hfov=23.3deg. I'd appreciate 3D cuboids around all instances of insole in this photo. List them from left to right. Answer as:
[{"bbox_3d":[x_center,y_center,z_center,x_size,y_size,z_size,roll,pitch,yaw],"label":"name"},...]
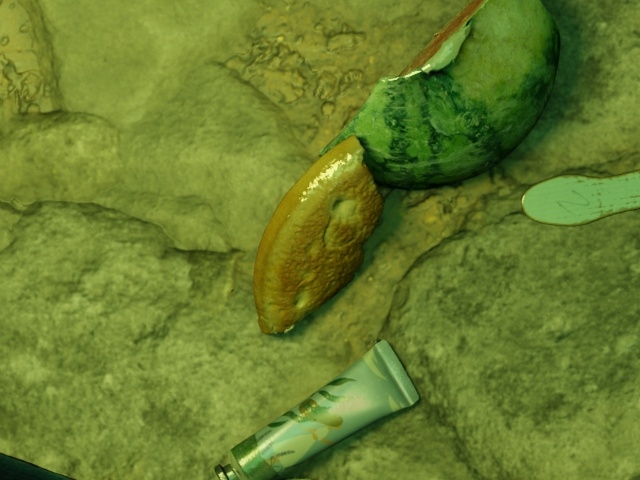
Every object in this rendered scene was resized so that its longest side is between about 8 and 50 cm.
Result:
[{"bbox_3d":[0.334,-0.054,1.862,0.188,0.004,0.064,-9,91,0],"label":"insole"}]

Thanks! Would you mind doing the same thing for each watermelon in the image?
[{"bbox_3d":[0.141,-0.167,1.802,0.305,0.224,0.180,-43,46,2],"label":"watermelon"}]

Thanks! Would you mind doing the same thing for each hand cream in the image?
[{"bbox_3d":[-0.010,0.217,1.842,0.256,0.055,0.088,-31,90,-7],"label":"hand cream"}]

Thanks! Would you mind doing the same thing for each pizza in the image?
[{"bbox_3d":[-0.004,-0.003,1.797,0.134,0.056,0.271,-4,127,-31],"label":"pizza"}]

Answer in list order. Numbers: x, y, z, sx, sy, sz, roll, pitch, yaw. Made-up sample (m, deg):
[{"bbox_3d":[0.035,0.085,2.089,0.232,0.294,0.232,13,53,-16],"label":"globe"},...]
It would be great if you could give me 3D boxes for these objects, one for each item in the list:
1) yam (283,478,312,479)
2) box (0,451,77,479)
[{"bbox_3d":[-0.048,0.378,1.808,0.107,0.107,0.194,0,89,0],"label":"yam"},{"bbox_3d":[-0.326,0.327,1.721,0.261,0.279,0.116,19,91,0],"label":"box"}]
